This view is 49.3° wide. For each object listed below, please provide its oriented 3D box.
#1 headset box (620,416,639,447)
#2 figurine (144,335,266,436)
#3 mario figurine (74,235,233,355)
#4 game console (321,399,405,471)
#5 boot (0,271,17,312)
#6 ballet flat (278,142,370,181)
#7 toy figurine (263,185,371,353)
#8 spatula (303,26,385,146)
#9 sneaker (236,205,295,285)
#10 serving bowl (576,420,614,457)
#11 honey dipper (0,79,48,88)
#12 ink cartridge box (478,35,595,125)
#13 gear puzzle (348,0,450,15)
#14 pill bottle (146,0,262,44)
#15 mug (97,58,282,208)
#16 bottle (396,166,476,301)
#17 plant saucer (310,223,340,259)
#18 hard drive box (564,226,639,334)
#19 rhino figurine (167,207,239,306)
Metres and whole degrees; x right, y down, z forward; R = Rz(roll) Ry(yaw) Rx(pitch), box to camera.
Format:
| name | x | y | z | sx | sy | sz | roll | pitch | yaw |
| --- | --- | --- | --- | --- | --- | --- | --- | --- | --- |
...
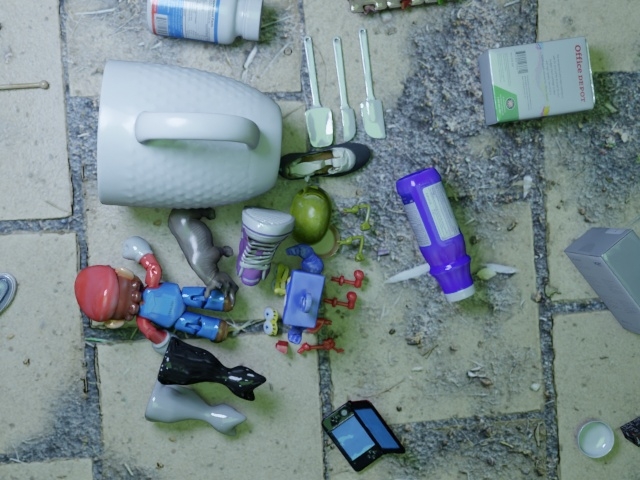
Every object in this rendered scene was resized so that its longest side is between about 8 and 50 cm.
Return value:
| name | x | y | z | sx | sy | sz | roll | pitch | yaw |
| --- | --- | --- | --- | --- | --- | --- | --- | --- | --- |
| headset box | 0.721 | 0.417 | 1.547 | 0.083 | 0.062 | 0.032 | -26 | 95 | -2 |
| figurine | -0.239 | 0.318 | 1.443 | 0.210 | 0.092 | 0.214 | 19 | 126 | -8 |
| mario figurine | -0.348 | 0.117 | 1.460 | 0.321 | 0.170 | 0.198 | 14 | 56 | -14 |
| game console | 0.090 | 0.422 | 1.498 | 0.124 | 0.085 | 0.144 | -35 | 94 | -1 |
| boot | -0.710 | 0.146 | 1.435 | 0.069 | 0.086 | 0.190 | 41 | 90 | -4 |
| ballet flat | 0.010 | -0.162 | 1.471 | 0.203 | 0.074 | 0.074 | -9 | 93 | -3 |
| toy figurine | -0.002 | 0.084 | 1.396 | 0.191 | 0.217 | 0.362 | 13 | 97 | -3 |
| spatula | 0.043 | -0.328 | 1.491 | 0.168 | 0.019 | 0.241 | -8 | 93 | -2 |
| sneaker | -0.114 | 0.019 | 1.367 | 0.102 | 0.282 | 0.161 | 10 | 93 | -6 |
| serving bowl | 0.611 | 0.441 | 1.558 | 0.083 | 0.027 | 0.083 | 0 | 92 | -3 |
| honey dipper | -0.648 | -0.319 | 1.447 | 0.161 | 0.030 | 0.030 | -4 | 93 | -7 |
| ink cartridge box | 0.456 | -0.336 | 1.478 | 0.213 | 0.093 | 0.154 | -9 | 94 | -1 |
| gear puzzle | 0.212 | -0.582 | 1.481 | 0.339 | 0.044 | 0.175 | -9 | 92 | -6 |
| pill bottle | -0.231 | -0.466 | 1.415 | 0.222 | 0.124 | 0.124 | 7 | 92 | -5 |
| mug | -0.238 | -0.193 | 1.306 | 0.328 | 0.374 | 0.276 | 3 | 91 | -12 |
| bottle | 0.249 | -0.011 | 1.469 | 0.092 | 0.118 | 0.282 | -22 | 93 | -3 |
| plant saucer | 0.000 | 0.000 | 1.506 | 0.084 | 0.015 | 0.083 | 0 | 93 | -3 |
| hard drive box | 0.648 | 0.089 | 1.467 | 0.089 | 0.181 | 0.232 | -39 | 95 | -1 |
| rhino figurine | -0.234 | 0.028 | 1.421 | 0.073 | 0.106 | 0.243 | -31 | 81 | 26 |
